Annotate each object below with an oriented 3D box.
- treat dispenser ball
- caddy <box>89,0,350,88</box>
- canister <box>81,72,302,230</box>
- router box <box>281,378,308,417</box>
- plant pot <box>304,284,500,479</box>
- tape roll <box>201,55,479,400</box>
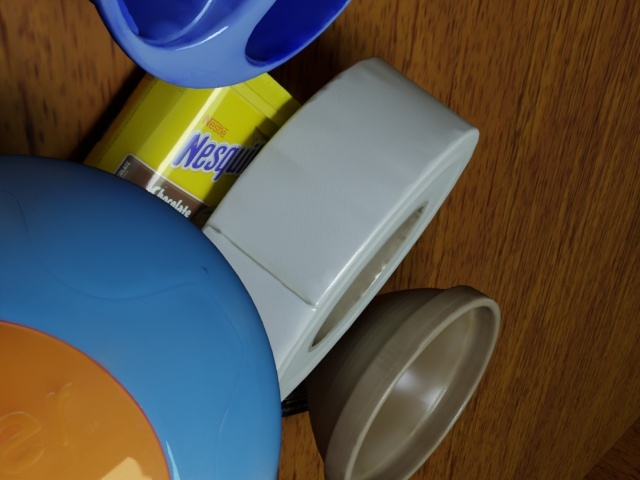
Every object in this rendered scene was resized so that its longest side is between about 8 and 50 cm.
[{"bbox_3d":[-0.165,0.098,0.623,0.288,0.288,0.288,-39,149,-29],"label":"treat dispenser ball"},{"bbox_3d":[-0.027,-0.246,0.584,0.241,0.179,0.341,-4,123,-58],"label":"caddy"},{"bbox_3d":[-0.100,-0.054,0.796,0.170,0.073,0.126,-54,153,1],"label":"canister"},{"bbox_3d":[-0.026,0.108,1.122,0.179,0.046,0.133,-1,121,-58],"label":"router box"},{"bbox_3d":[0.062,0.130,1.116,0.237,0.110,0.237,-42,151,-29],"label":"plant pot"},{"bbox_3d":[0.000,0.000,0.897,0.286,0.100,0.286,-50,171,-10],"label":"tape roll"}]
